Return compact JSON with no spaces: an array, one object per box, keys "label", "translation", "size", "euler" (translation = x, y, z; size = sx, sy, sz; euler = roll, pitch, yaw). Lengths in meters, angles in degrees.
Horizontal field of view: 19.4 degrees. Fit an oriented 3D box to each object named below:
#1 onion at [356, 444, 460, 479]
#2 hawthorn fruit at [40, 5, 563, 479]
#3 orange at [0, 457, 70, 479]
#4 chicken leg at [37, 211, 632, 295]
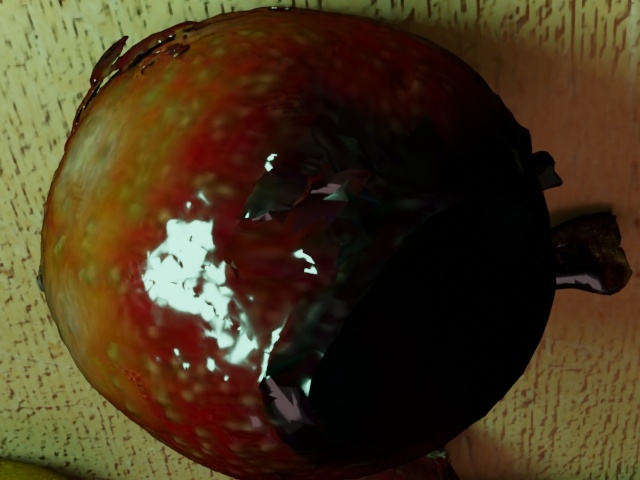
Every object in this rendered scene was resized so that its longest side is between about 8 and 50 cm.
[{"label":"onion","translation":[0.059,0.206,1.529],"size":[0.184,0.147,0.184],"euler":[34,179,0]},{"label":"hawthorn fruit","translation":[-0.014,0.005,1.074],"size":[0.316,0.316,0.316],"euler":[0,147,0]},{"label":"orange","translation":[-0.277,0.289,1.584],"size":[0.236,0.236,0.236],"euler":[0,147,0]},{"label":"chicken leg","translation":[0.009,0.029,1.304],"size":[0.407,0.096,0.158],"euler":[1,127,-5]}]
